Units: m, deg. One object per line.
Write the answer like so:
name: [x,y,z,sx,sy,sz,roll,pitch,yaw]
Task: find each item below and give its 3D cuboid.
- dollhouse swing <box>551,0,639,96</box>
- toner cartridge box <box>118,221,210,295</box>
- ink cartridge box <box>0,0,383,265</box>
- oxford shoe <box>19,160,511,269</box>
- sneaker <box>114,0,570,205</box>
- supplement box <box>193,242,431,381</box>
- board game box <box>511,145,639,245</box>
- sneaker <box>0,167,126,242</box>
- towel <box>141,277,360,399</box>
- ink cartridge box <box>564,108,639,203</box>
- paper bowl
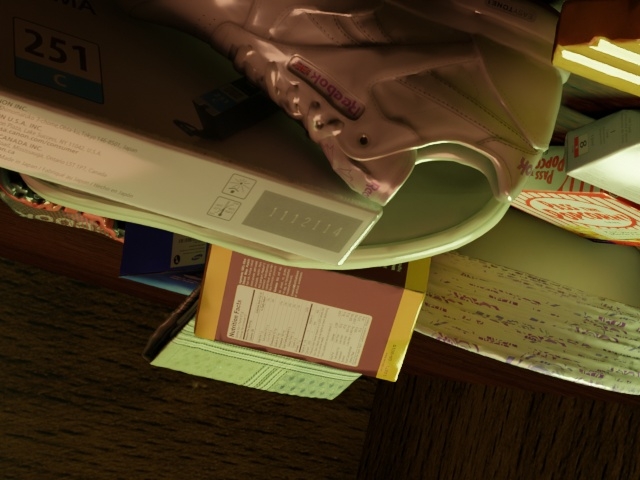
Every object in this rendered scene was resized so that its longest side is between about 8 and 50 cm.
dollhouse swing: [0.326,0.010,0.975,0.305,0.315,0.347,-6,-174,-39]
toner cartridge box: [-0.055,0.041,2.013,0.348,0.075,0.165,17,165,-42]
ink cartridge box: [-0.117,-0.126,1.140,0.296,0.261,0.066,17,128,-27]
oxford shoe: [-0.059,-0.081,1.431,0.449,0.169,0.130,10,135,13]
sneaker: [0.006,-0.110,1.063,0.305,0.152,0.114,14,174,2]
supplement box: [0.000,0.000,1.554,0.194,0.191,0.129,13,136,-2]
board game box: [0.255,-0.039,1.517,0.193,0.045,0.147,21,169,-42]
sneaker: [-0.298,-0.061,2.061,0.276,0.098,0.135,22,168,-36]
towel: [-0.001,0.056,1.904,0.324,0.056,0.312,17,128,-45]
ink cartridge box: [0.301,-0.073,1.303,0.145,0.045,0.179,19,152,-31]
paper bowl: [0.221,0.050,1.727,0.284,0.148,0.284,16,-179,0]
